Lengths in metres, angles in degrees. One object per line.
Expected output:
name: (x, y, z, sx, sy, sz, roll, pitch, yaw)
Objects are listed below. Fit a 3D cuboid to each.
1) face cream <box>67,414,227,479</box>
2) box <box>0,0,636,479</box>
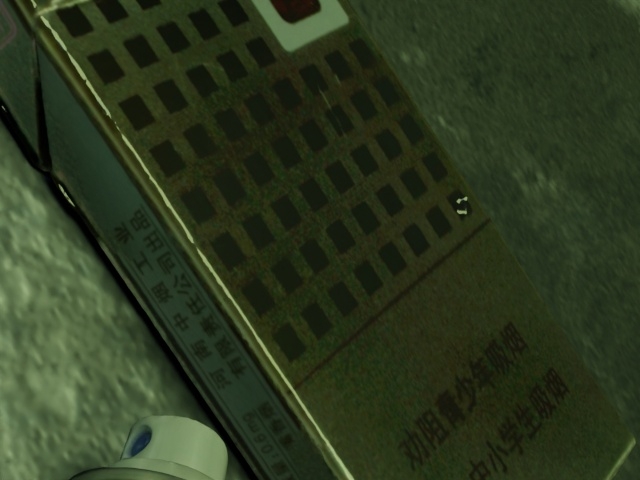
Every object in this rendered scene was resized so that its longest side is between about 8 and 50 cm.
face cream: (-0.071, 0.171, 0.359, 0.073, 0.073, 0.283, 36, 44, -24)
box: (0.000, -0.001, 0.564, 0.325, 0.047, 0.180, 56, 39, -1)
